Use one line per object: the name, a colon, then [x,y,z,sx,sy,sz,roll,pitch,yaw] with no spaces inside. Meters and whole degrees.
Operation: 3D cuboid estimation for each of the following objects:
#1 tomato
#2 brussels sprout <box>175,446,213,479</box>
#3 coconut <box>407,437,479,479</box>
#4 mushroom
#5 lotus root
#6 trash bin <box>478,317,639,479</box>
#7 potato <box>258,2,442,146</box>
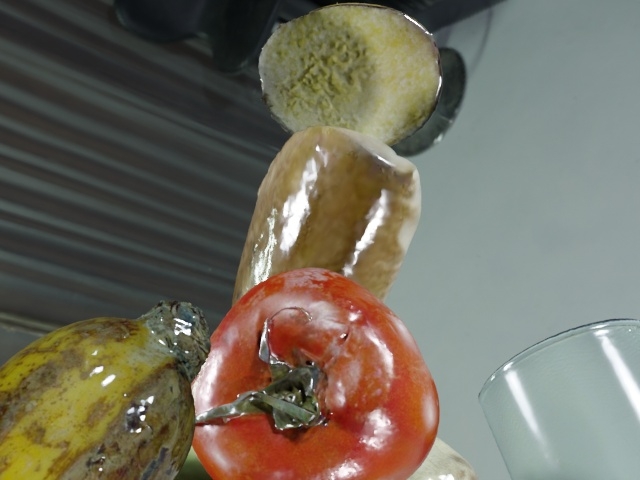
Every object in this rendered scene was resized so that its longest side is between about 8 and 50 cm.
tomato: [-0.005,0.119,0.551,0.187,0.151,0.187,-4,69,11]
brussels sprout: [-0.211,0.360,0.706,0.342,0.361,0.425,-25,23,39]
coconut: [0.209,0.484,1.415,0.224,0.224,0.224,-34,47,45]
mushroom: [-0.011,0.030,1.039,0.397,0.224,0.314,119,173,-67]
lotus root: [-0.139,0.115,0.430,0.209,0.120,0.120,-47,19,-29]
trash bin: [0.320,0.251,0.814,0.217,0.277,0.263,-36,52,24]
potato: [0.057,-0.262,1.209,0.299,0.116,0.239,-3,109,23]
